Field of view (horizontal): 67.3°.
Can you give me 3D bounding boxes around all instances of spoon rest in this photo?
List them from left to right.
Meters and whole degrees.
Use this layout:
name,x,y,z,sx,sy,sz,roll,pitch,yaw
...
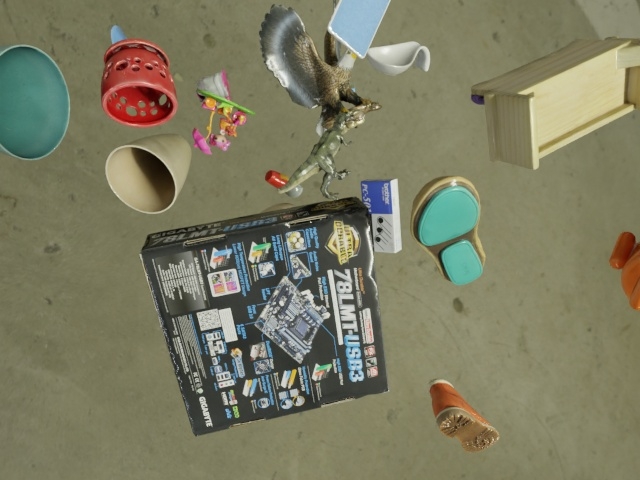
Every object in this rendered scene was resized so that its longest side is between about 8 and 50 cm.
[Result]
name,x,y,z,sx,sy,sz,roll,pitch,yaw
spoon rest,0.248,-0.561,1.468,0.276,0.137,0.084,-23,142,-44

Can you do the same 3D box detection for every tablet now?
name,x,y,z,sx,sy,sz,roll,pitch,yaw
tablet,0.042,-0.237,0.492,0.054,0.006,0.083,26,87,-36

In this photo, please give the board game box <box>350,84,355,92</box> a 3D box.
name,x,y,z,sx,sy,sz,roll,pitch,yaw
board game box,0.045,-0.637,2.091,0.212,0.160,0.039,-7,113,6

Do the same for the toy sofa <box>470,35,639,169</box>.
name,x,y,z,sx,sy,sz,roll,pitch,yaw
toy sofa,0.503,-0.296,1.008,0.363,0.177,0.150,-27,121,-16

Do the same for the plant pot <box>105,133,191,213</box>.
name,x,y,z,sx,sy,sz,roll,pitch,yaw
plant pot,-0.580,-0.275,1.726,0.256,0.256,0.274,48,31,-19

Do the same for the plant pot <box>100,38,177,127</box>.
name,x,y,z,sx,sy,sz,roll,pitch,yaw
plant pot,-0.492,-0.428,1.293,0.191,0.191,0.174,-3,69,-31

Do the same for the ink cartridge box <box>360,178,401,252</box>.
name,x,y,z,sx,sy,sz,roll,pitch,yaw
ink cartridge box,0.173,-0.071,1.372,0.046,0.097,0.207,-24,112,-53

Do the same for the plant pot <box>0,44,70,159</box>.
name,x,y,z,sx,sy,sz,roll,pitch,yaw
plant pot,-0.847,-0.370,1.269,0.195,0.290,0.290,9,79,10

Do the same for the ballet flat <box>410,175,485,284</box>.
name,x,y,z,sx,sy,sz,roll,pitch,yaw
ballet flat,0.144,-0.020,0.564,0.232,0.080,0.073,56,15,-55

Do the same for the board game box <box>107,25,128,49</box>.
name,x,y,z,sx,sy,sz,roll,pitch,yaw
board game box,-0.650,-0.613,1.576,0.033,0.168,0.133,-13,58,7

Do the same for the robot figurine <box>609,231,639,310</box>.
name,x,y,z,sx,sy,sz,roll,pitch,yaw
robot figurine,0.574,0.041,0.778,0.219,0.158,0.128,-32,97,-35

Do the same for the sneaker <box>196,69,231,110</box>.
name,x,y,z,sx,sy,sz,roll,pitch,yaw
sneaker,-0.373,-0.516,1.676,0.111,0.252,0.103,-10,85,-6

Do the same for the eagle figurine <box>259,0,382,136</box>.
name,x,y,z,sx,sy,sz,roll,pitch,yaw
eagle figurine,0.016,-0.412,1.153,0.225,0.226,0.298,-35,82,13

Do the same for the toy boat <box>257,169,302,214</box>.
name,x,y,z,sx,sy,sz,roll,pitch,yaw
toy boat,-0.132,-0.083,1.640,0.148,0.267,0.318,24,61,-41

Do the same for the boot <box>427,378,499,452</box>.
name,x,y,z,sx,sy,sz,roll,pitch,yaw
boot,0.224,0.275,0.757,0.059,0.084,0.158,-38,123,12

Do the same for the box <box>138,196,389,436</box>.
name,x,y,z,sx,sy,sz,roll,pitch,yaw
box,-0.064,0.108,0.674,0.293,0.073,0.295,-12,111,-8

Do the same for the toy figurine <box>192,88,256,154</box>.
name,x,y,z,sx,sy,sz,roll,pitch,yaw
toy figurine,-0.291,-0.320,1.366,0.173,0.130,0.159,19,97,-17

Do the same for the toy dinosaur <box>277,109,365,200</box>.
name,x,y,z,sx,sy,sz,roll,pitch,yaw
toy dinosaur,0.012,-0.153,0.983,0.268,0.064,0.118,-53,129,-25
